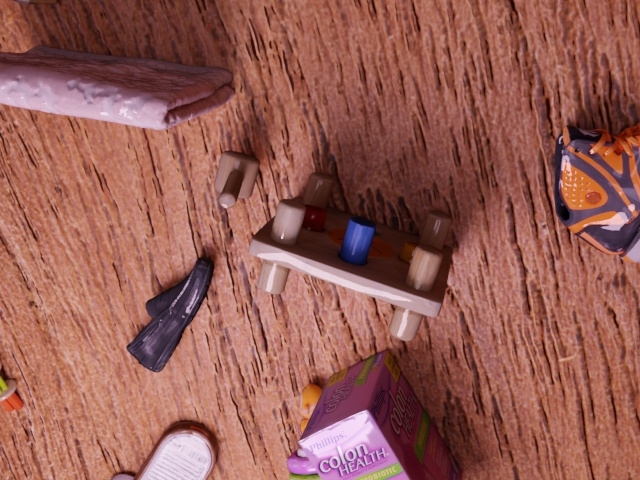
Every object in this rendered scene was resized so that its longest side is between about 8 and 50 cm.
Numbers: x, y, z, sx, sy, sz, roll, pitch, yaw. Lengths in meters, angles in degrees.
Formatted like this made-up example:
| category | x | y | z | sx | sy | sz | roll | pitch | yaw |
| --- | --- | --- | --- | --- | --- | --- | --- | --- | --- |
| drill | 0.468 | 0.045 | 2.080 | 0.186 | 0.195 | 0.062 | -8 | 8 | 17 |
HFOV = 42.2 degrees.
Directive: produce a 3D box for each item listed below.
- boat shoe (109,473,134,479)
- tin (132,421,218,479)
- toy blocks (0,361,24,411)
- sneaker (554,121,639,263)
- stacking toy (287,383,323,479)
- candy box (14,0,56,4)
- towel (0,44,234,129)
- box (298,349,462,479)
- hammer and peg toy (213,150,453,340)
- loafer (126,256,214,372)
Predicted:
| category | x | y | z | sx | sy | sz | roll | pitch | yaw |
| --- | --- | --- | --- | --- | --- | --- | --- | --- | --- |
| boat shoe | -0.370 | 0.561 | 1.456 | 0.113 | 0.105 | 0.306 | 20 | 108 | 6 |
| tin | -0.249 | 0.395 | 1.397 | 0.106 | 0.040 | 0.190 | 32 | 96 | -2 |
| toy blocks | -0.575 | 0.295 | 1.442 | 0.123 | 0.054 | 0.148 | -30 | 123 | -16 |
| sneaker | 0.418 | -0.134 | 1.081 | 0.180 | 0.124 | 0.321 | 28 | 109 | 2 |
| stacking toy | 0.008 | 0.376 | 1.313 | 0.165 | 0.175 | 0.302 | -12 | 91 | 17 |
| candy box | -0.466 | -0.514 | 1.185 | 0.182 | 0.087 | 0.317 | 13 | 108 | 9 |
| towel | -0.310 | -0.215 | 1.115 | 0.331 | 0.317 | 0.054 | 10 | 108 | 9 |
| box | 0.098 | 0.323 | 1.231 | 0.117 | 0.213 | 0.243 | -30 | 97 | 18 |
| hammer and peg toy | 0.000 | 0.000 | 1.134 | 0.361 | 0.266 | 0.128 | 19 | 108 | 6 |
| loafer | -0.240 | 0.113 | 1.318 | 0.078 | 0.076 | 0.223 | 30 | 113 | -6 |
